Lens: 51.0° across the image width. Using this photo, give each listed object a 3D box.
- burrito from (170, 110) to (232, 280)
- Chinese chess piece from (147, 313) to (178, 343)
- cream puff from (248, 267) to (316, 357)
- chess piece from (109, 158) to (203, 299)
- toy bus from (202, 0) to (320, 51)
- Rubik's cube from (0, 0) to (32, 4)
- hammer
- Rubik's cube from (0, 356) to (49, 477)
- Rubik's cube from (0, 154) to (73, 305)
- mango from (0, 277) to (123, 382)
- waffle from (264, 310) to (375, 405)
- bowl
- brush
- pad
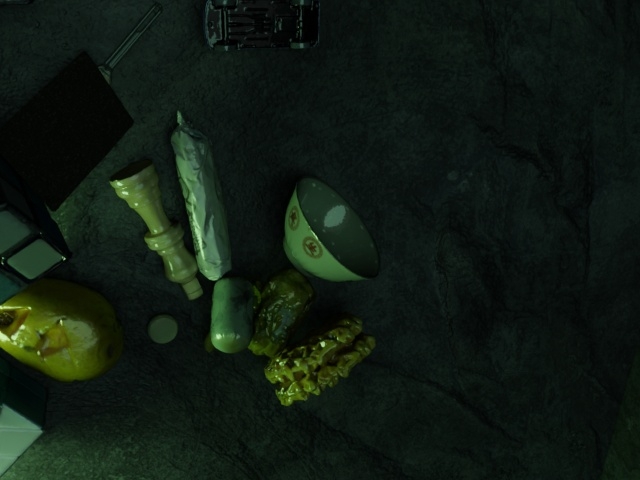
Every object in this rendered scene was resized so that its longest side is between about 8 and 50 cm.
[{"bbox_3d":[-0.306,-0.119,1.748,0.101,0.139,0.445,-7,105,12],"label":"burrito"},{"bbox_3d":[-0.438,0.245,1.866,0.084,0.034,0.084,-6,107,-21],"label":"Chinese chess piece"},{"bbox_3d":[-0.136,0.188,1.858,0.185,0.282,0.282,34,93,9],"label":"cream puff"},{"bbox_3d":[-0.405,-0.013,1.758,0.117,0.117,0.397,-28,116,-11],"label":"chess piece"},{"bbox_3d":[-0.153,-0.542,1.669,0.292,0.133,0.125,-8,115,-21],"label":"toy bus"},{"bbox_3d":[-0.730,-0.598,1.372,0.237,0.237,0.238,-10,110,-17],"label":"Rubik's cube"},{"bbox_3d":[-0.264,0.237,1.813,0.113,0.202,0.305,13,146,-17],"label":"hammer"},{"bbox_3d":[-0.841,0.442,1.668,0.221,0.224,0.231,-46,116,-2],"label":"Rubik's cube"},{"bbox_3d":[-0.802,-0.056,1.402,0.363,0.359,0.362,-34,148,-4],"label":"Rubik's cube"},{"bbox_3d":[-0.676,0.219,1.698,0.365,0.182,0.253,25,100,-14],"label":"mango"},{"bbox_3d":[-0.008,0.335,1.930,0.324,0.261,0.151,-37,92,-7],"label":"waffle"},{"bbox_3d":[0.000,0.000,1.840,0.157,0.337,0.337,-37,119,24],"label":"bowl"},{"bbox_3d":[-0.471,-0.471,1.627,0.266,0.027,0.062,-50,125,0],"label":"brush"},{"bbox_3d":[-0.578,-0.253,1.543,0.330,0.004,0.220,-60,138,-34],"label":"pad"}]
